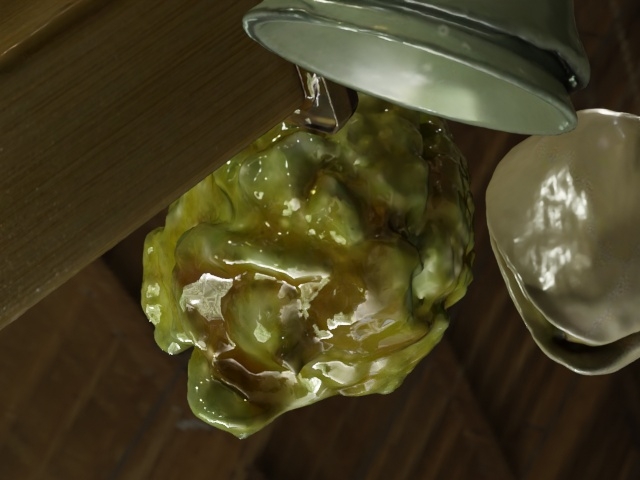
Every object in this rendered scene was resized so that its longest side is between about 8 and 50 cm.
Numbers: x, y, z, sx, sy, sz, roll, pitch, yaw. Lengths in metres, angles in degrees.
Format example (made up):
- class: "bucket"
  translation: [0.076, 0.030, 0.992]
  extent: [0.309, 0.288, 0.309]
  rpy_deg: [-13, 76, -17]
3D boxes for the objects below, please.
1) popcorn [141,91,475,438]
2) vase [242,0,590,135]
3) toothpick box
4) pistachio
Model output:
- class: "popcorn"
  translation: [-0.002, 0.006, 1.543]
  extent: [0.279, 0.274, 0.335]
  rpy_deg: [-3, -35, -21]
- class: "vase"
  translation: [0.076, -0.205, 0.590]
  extent: [0.173, 0.173, 0.321]
  rpy_deg: [20, -96, -61]
- class: "toothpick box"
  translation: [-0.162, -0.088, 1.050]
  extent: [0.308, 0.190, 0.187]
  rpy_deg: [-40, -51, -30]
- class: "pistachio"
  translation: [0.279, -0.001, 1.732]
  extent: [0.208, 0.226, 0.332]
  rpy_deg: [101, 175, -47]
